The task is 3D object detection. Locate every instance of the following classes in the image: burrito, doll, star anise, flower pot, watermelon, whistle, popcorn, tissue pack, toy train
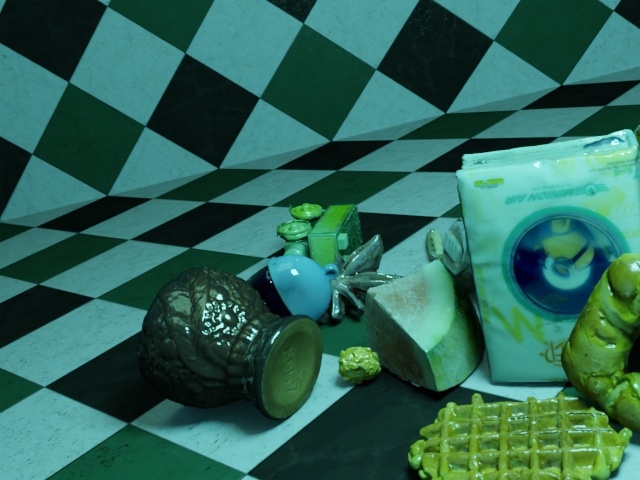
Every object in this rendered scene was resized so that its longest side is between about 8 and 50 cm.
[{"bbox_3d":[0.285,0.017,1.976,0.045,0.041,0.185,28,20,-6],"label":"burrito"},{"bbox_3d":[-0.103,0.126,1.694,0.313,0.177,0.141,-24,38,10],"label":"doll"},{"bbox_3d":[0.065,0.102,1.785,0.257,0.111,0.199,-25,41,16],"label":"star anise"},{"bbox_3d":[-0.154,0.199,1.476,0.267,0.267,0.266,12,31,33],"label":"flower pot"},{"bbox_3d":[0.195,0.171,1.501,0.231,0.193,0.310,13,41,16],"label":"watermelon"},{"bbox_3d":[0.369,0.056,1.649,0.189,0.189,0.348,-16,33,-4],"label":"whistle"},{"bbox_3d":[0.073,0.232,1.479,0.082,0.083,0.057,-39,33,41],"label":"popcorn"},{"bbox_3d":[0.393,0.035,1.318,0.287,0.388,0.162,-6,19,23],"label":"tissue pack"},{"bbox_3d":[0.000,0.000,2.050,0.188,0.159,0.272,-1,22,18],"label":"toy train"}]

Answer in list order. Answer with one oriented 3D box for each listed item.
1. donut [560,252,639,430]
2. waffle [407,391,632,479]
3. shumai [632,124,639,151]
[{"bbox_3d":[0.475,0.146,1.142,0.128,0.262,0.208,-16,47,-40],"label":"donut"},{"bbox_3d":[0.284,0.299,1.166,0.300,0.058,0.281,2,24,39],"label":"waffle"},{"bbox_3d":[0.690,-0.088,1.795,0.329,0.292,0.288,-23,-16,-45],"label":"shumai"}]
